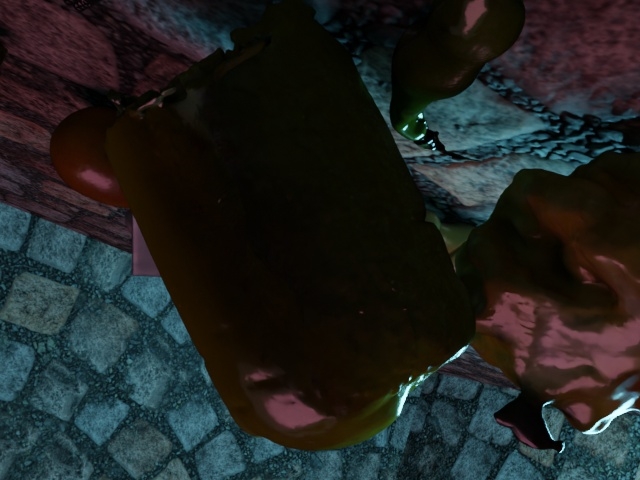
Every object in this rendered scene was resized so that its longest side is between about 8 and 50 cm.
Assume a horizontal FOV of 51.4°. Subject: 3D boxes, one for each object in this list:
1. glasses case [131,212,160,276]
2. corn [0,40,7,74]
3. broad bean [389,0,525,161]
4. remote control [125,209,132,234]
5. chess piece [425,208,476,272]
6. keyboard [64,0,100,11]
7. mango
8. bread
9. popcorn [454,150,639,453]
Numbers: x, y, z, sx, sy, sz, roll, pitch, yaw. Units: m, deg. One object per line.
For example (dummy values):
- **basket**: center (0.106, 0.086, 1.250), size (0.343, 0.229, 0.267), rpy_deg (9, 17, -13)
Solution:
- **glasses case**: center (-0.213, -0.060, 0.921), size (0.056, 0.105, 0.266), rpy_deg (23, 137, 5)
- **corn**: center (-0.526, -0.266, 0.740), size (0.131, 0.131, 0.344), rpy_deg (8, 165, 40)
- **broad bean**: center (0.104, -0.136, 0.551), size (0.098, 0.056, 0.318), rpy_deg (10, 172, 9)
- **remote control**: center (-0.296, 0.006, 1.549), size (0.332, 0.103, 0.221), rpy_deg (26, -167, -26)
- **chess piece**: center (0.225, 0.037, 1.007), size (0.307, 0.124, 0.139), rpy_deg (31, -165, -32)
- **keyboard**: center (-0.204, -0.248, 0.601), size (0.061, 0.013, 0.204), rpy_deg (30, 164, -38)
- **mango**: center (-0.294, -0.116, 1.023), size (0.175, 0.139, 0.254), rpy_deg (20, 177, 22)
- **bread**: center (-0.020, -0.007, 0.598), size (0.251, 0.377, 0.208), rpy_deg (-24, 180, -14)
- **popcorn**: center (0.293, 0.052, 0.653), size (0.315, 0.281, 0.297), rpy_deg (0, 131, 16)
